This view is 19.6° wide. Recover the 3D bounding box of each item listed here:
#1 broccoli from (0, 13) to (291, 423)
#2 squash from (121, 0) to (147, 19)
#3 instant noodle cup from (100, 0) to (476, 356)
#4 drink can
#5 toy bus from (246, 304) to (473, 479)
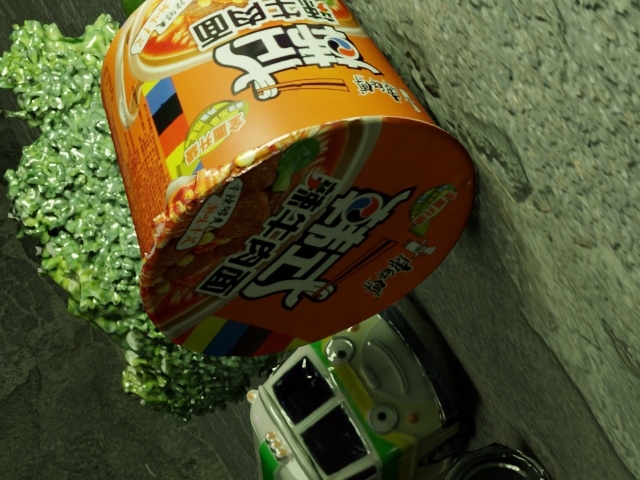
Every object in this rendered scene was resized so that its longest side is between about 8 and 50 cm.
[{"bbox_3d":[-0.137,-0.002,1.744,0.397,0.274,0.353,86,180,-74],"label":"broccoli"},{"bbox_3d":[-0.127,-0.242,1.599,0.107,0.107,0.395,58,169,16],"label":"squash"},{"bbox_3d":[-0.040,-0.066,1.328,0.250,0.250,0.192,79,167,-55],"label":"instant noodle cup"},{"bbox_3d":[0.154,0.269,1.591,0.097,0.097,0.235,54,165,33],"label":"drink can"},{"bbox_3d":[0.028,0.183,1.721,0.143,0.179,0.305,58,168,20],"label":"toy bus"}]
